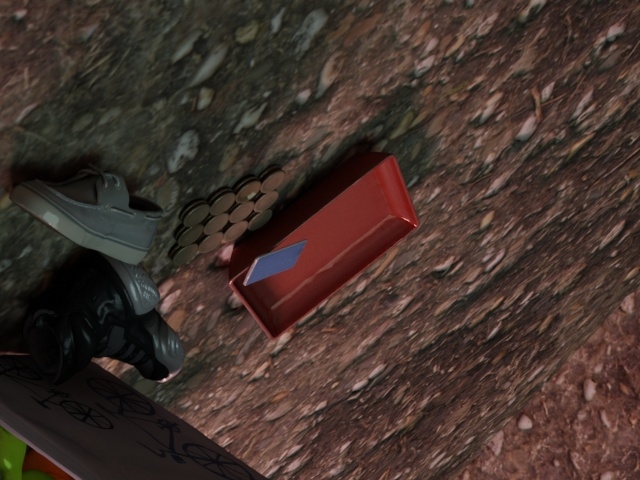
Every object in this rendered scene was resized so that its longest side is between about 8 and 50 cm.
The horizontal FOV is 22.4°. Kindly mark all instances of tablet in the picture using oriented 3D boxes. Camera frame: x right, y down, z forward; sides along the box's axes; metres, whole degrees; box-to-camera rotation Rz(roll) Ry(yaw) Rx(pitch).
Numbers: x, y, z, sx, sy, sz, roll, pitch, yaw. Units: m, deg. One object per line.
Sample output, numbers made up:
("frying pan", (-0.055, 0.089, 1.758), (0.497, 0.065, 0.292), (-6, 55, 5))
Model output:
("tablet", (-0.055, 0.026, 1.969), (0.083, 0.006, 0.054), (-21, 151, -40))

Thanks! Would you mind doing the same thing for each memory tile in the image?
("memory tile", (-0.109, -0.030, 1.893), (0.148, 0.012, 0.113), (-25, 154, -30))

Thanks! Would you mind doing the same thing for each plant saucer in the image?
("plant saucer", (0.000, 0.000, 2.077), (0.258, 0.047, 0.259), (-38, 157, -4))

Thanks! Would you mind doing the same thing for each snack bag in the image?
("snack bag", (-0.236, 0.210, 1.749), (0.037, 0.323, 0.342), (-63, 154, 7))

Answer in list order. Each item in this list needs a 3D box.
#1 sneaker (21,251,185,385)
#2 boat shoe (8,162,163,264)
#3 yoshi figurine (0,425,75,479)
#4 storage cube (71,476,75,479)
("sneaker", (-0.250, 0.110, 1.829), (0.153, 0.101, 0.268), (-34, 151, -13))
("boat shoe", (-0.230, -0.038, 1.623), (0.081, 0.079, 0.227), (-60, 156, 1))
("yoshi figurine", (-0.435, 0.321, 1.909), (0.203, 0.203, 0.362), (-3, 179, 13))
("storage cube", (-0.311, 0.405, 2.176), (0.215, 0.183, 0.193), (-46, 156, 16))
